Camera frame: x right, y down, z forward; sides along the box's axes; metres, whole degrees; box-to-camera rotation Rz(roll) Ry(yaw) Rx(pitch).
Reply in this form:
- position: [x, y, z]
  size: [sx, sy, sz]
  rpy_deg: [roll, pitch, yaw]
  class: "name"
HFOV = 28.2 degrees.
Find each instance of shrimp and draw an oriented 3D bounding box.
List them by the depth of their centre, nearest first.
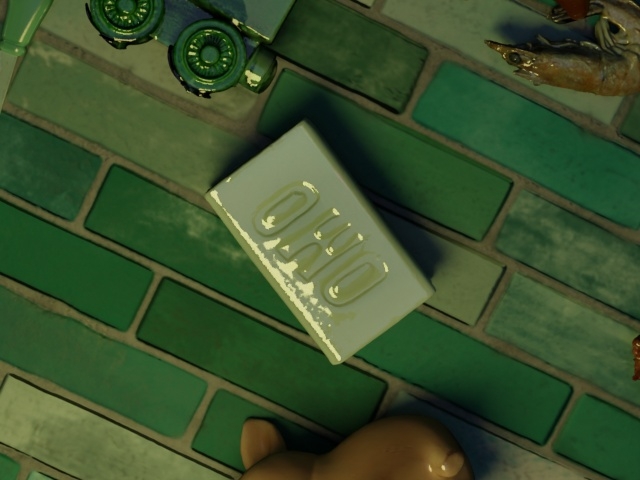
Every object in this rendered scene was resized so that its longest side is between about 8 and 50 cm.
- position: [0.312, -0.243, 1.551]
  size: [0.223, 0.047, 0.126]
  rpy_deg: [6, 91, -7]
  class: "shrimp"

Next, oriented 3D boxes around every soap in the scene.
- position: [0.000, 0.000, 1.559]
  size: [0.160, 0.087, 0.265]
  rpy_deg: [-36, 97, 4]
  class: "soap"

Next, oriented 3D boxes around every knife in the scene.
- position: [-0.392, -0.215, 1.552]
  size: [0.063, 0.034, 0.260]
  rpy_deg: [25, 100, 0]
  class: "knife"

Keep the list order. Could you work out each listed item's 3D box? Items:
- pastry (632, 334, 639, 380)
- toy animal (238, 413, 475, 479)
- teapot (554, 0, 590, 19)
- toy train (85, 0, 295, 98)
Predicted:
- position: [0.490, 0.136, 1.583]
  size: [0.208, 0.097, 0.115]
  rpy_deg: [-27, 116, 4]
  class: "pastry"
- position: [0.027, 0.326, 1.550]
  size: [0.326, 0.269, 0.237]
  rpy_deg: [-24, 100, -30]
  class: "toy animal"
- position: [0.289, -0.388, 1.499]
  size: [0.178, 0.135, 0.252]
  rpy_deg: [-5, 79, 28]
  class: "teapot"
- position: [-0.152, -0.287, 1.488]
  size: [0.266, 0.145, 0.202]
  rpy_deg: [30, 93, -6]
  class: "toy train"
